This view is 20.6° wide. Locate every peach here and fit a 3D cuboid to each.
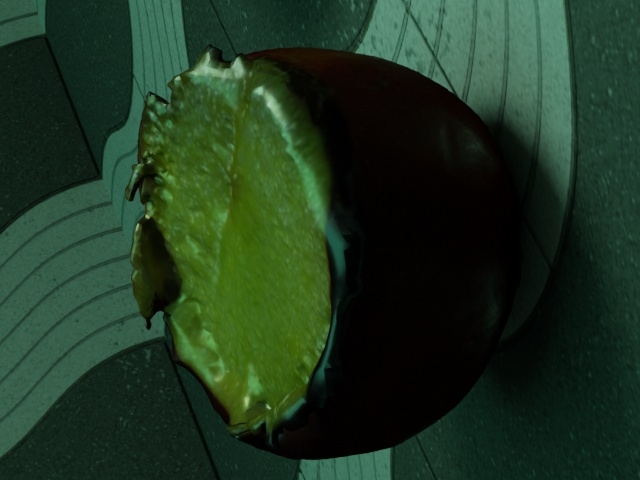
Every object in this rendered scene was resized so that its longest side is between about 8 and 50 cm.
[{"bbox_3d":[0.000,0.000,1.586,0.339,0.353,0.416,46,174,27],"label":"peach"}]
